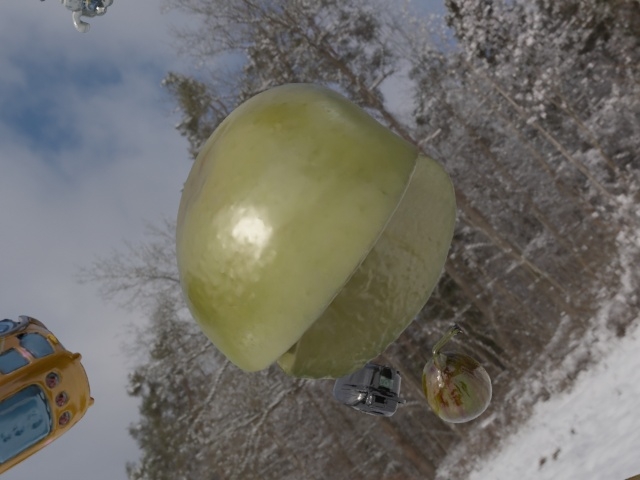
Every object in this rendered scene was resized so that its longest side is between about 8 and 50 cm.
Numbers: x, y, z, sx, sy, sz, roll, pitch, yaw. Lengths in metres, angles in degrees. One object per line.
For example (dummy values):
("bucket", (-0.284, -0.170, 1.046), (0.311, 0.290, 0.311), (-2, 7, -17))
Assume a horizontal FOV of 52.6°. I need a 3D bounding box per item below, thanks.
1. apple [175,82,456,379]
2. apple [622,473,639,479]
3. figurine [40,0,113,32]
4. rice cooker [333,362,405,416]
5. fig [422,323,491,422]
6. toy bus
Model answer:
("apple", (-0.017, -0.012, 0.644), (0.257, 0.233, 0.295), (-55, -24, 11))
("apple", (0.322, 0.327, 0.515), (0.264, 0.264, 0.264), (-31, -24, -16))
("figurine", (-0.335, -0.346, 0.896), (0.094, 0.086, 0.082), (-35, 23, 34))
("rice cooker", (0.113, 0.349, 1.531), (0.142, 0.118, 0.203), (20, -14, -24))
("fig", (0.269, 0.287, 1.323), (0.148, 0.142, 0.186), (-25, -47, 28))
("toy bus", (-0.346, 0.173, 0.671), (0.210, 0.136, 0.126), (-29, -60, -44))
